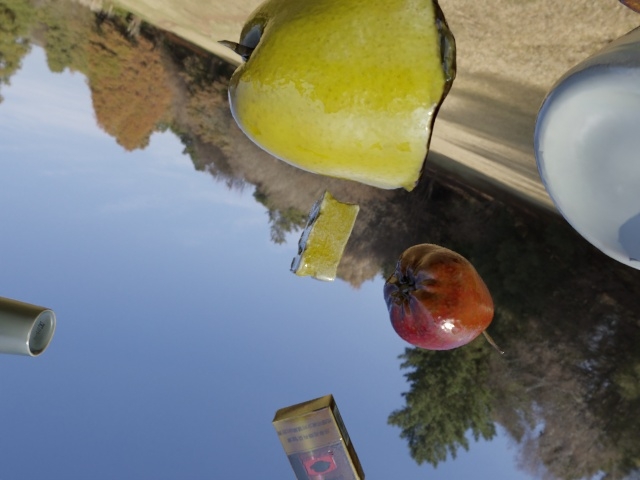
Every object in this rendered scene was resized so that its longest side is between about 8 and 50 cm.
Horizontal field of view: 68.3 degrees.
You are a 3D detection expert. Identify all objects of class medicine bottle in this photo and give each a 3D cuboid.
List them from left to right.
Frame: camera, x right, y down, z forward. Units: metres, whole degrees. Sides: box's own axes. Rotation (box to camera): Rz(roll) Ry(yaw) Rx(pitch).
[{"bbox_3d":[0.404,-0.144,0.425,0.211,0.371,0.211,55,168,17],"label":"medicine bottle"}]

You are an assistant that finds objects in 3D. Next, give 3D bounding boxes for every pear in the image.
[{"bbox_3d":[-0.007,-0.159,0.488,0.178,0.266,0.267,-13,-153,-13],"label":"pear"}]

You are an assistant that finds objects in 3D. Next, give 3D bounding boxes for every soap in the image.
[{"bbox_3d":[0.000,0.000,1.140,0.091,0.199,0.315,19,174,-6],"label":"soap"}]

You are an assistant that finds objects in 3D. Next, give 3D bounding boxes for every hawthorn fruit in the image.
[{"bbox_3d":[0.198,0.096,0.720,0.203,0.162,0.162,24,-166,-32],"label":"hawthorn fruit"}]

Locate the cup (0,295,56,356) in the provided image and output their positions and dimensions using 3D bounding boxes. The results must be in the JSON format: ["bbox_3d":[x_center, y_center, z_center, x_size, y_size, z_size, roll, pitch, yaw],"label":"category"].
[{"bbox_3d":[-0.423,0.124,0.663,0.077,0.078,0.100,11,161,-2],"label":"cup"}]

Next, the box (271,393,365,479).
[{"bbox_3d":[-0.004,0.514,1.159,0.071,0.159,0.240,-59,-51,-78],"label":"box"}]

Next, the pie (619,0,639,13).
[{"bbox_3d":[0.669,-0.534,0.832,0.085,0.308,0.308,-22,-135,-38],"label":"pie"}]
